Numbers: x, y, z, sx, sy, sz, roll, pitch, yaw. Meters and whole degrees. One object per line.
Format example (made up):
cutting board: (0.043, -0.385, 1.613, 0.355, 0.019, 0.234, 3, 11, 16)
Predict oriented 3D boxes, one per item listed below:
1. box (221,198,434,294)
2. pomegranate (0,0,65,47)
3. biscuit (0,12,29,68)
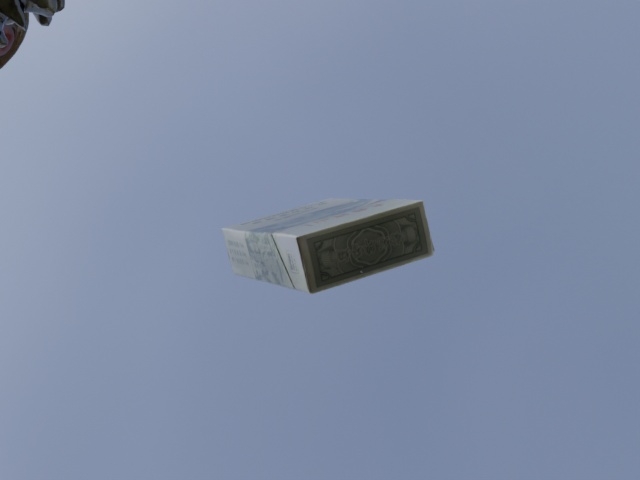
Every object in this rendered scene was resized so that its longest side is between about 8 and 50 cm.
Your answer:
box: (0.000, -0.001, 1.144, 0.164, 0.256, 0.069, -17, -80, -23)
pomegranate: (-0.307, -0.312, 0.716, 0.285, 0.285, 0.340, -20, -65, 19)
biscuit: (-0.498, -0.266, 1.056, 0.074, 0.359, 0.381, 47, -40, 33)
